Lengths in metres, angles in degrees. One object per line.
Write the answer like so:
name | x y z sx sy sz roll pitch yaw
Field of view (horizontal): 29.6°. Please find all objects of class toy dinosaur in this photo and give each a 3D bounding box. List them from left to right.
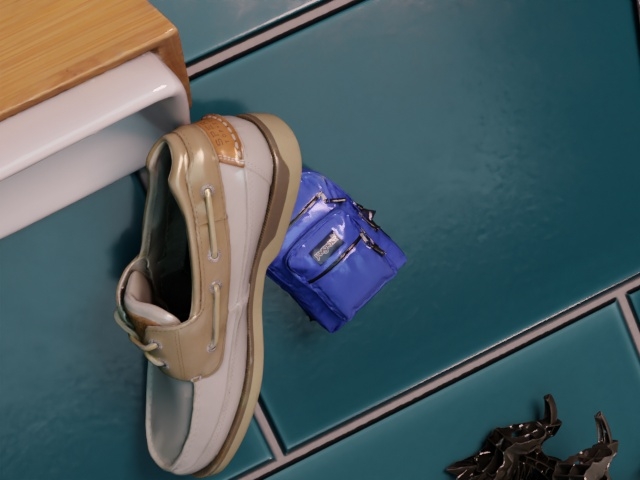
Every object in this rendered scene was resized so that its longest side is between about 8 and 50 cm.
toy dinosaur | 0.233 0.256 1.045 0.218 0.164 0.322 48 52 -21

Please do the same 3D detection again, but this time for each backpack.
backpack | 0.000 0.000 0.966 0.098 0.101 0.120 -45 101 -8

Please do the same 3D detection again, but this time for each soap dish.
soap dish | -0.235 -0.078 0.849 0.291 0.229 0.118 -26 87 -6

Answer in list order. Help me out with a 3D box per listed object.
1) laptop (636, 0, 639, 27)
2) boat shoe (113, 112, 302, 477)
laptop | 0.475 -0.199 0.966 0.382 0.408 0.236 -14 68 -9
boat shoe | -0.103 0.047 0.916 0.103 0.113 0.302 -6 116 -39
